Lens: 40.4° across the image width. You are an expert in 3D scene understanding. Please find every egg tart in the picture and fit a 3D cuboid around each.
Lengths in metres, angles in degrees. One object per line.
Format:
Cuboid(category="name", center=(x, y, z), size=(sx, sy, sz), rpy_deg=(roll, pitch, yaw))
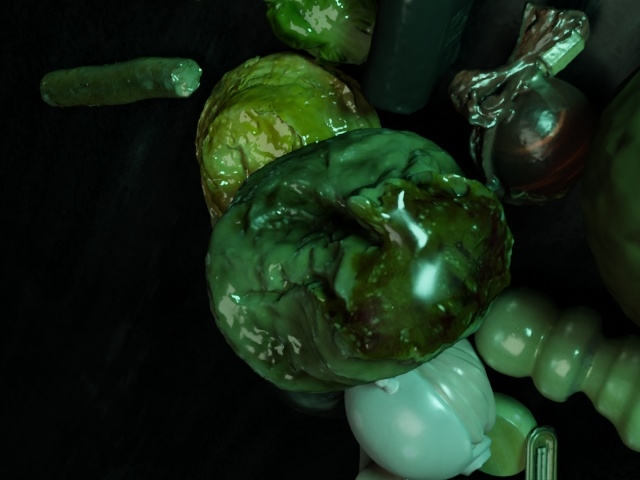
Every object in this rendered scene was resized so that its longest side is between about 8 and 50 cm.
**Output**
Cuboid(category="egg tart", center=(-0.064, -0.114, 1.281), size=(0.341, 0.129, 0.341), rpy_deg=(7, 106, 23))

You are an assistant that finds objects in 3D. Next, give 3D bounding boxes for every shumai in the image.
Cuboid(category="shumai", center=(0.064, 0.027, 1.045), size=(0.324, 0.397, 0.323), rpy_deg=(65, 170, -6))

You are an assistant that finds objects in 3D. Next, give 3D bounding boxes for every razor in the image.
Cuboid(category="razor", center=(0.130, -0.322, 1.043), size=(0.107, 0.189, 0.327), rpy_deg=(21, 129, 18))

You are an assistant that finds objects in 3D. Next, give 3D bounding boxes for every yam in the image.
Cuboid(category="yam", center=(-0.331, -0.259, 1.423), size=(0.317, 0.067, 0.071), rpy_deg=(2, 133, 30))

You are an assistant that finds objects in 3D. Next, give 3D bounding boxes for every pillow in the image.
Cuboid(category="pillow", center=(-0.027, 0.233, 1.477), size=(0.186, 0.106, 0.250), rpy_deg=(26, 165, 17))

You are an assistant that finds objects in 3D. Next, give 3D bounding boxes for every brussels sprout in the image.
Cuboid(category="brussels sprout", center=(0.005, -0.313, 1.183), size=(0.181, 0.100, 0.139), rpy_deg=(42, 117, 7))

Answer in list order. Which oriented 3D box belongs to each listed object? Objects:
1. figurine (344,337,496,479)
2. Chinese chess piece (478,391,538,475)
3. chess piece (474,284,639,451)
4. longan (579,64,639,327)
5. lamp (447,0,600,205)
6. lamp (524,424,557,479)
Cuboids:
Cuboid(category="figurine", center=(0.149, 0.297, 1.338), size=(0.253, 0.211, 0.361), rpy_deg=(24, 127, 23))
Cuboid(category="Chinese chess piece", center=(0.287, 0.317, 1.426), size=(0.144, 0.058, 0.144), rpy_deg=(14, 122, 23))
Cuboid(category="chess piece", center=(0.377, 0.168, 1.220), size=(0.330, 0.182, 0.182), rpy_deg=(24, 128, 22))
Cuboid(category="longan", center=(0.466, -0.050, 0.887), size=(0.391, 0.391, 0.391), rpy_deg=(14, 124, 22))
Cuboid(category="lamp", center=(0.278, -0.152, 1.079), size=(0.151, 0.215, 0.223), rpy_deg=(42, 174, 43))
Cuboid(category="lamp", center=(0.460, 0.380, 1.339), size=(0.283, 0.124, 0.203), rpy_deg=(-2, 105, 30))
